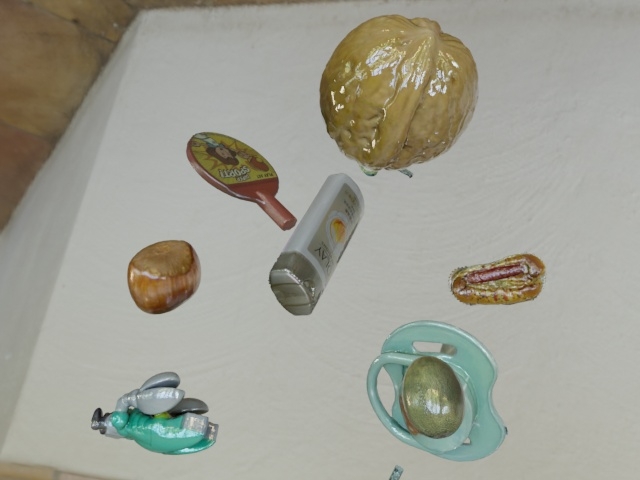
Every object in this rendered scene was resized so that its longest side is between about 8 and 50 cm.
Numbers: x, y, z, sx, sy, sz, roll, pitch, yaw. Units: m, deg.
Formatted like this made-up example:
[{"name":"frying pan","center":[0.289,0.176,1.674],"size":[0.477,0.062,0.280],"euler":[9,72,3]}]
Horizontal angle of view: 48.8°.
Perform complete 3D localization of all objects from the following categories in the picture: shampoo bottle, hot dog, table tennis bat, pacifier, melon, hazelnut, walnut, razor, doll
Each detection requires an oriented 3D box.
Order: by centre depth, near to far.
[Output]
[{"name":"shampoo bottle","center":[0.000,0.000,0.991],"size":[0.056,0.227,0.086],"euler":[-7,124,31]},{"name":"melon","center":[0.175,0.244,1.103],"size":[0.098,0.130,0.098],"euler":[-11,153,-6]},{"name":"walnut","center":[0.153,-0.290,1.388],"size":[0.333,0.332,0.333],"euler":[8,156,3]},{"name":"hazelnut","center":[-0.305,0.077,1.396],"size":[0.150,0.150,0.150],"euler":[8,156,3]},{"name":"doll","center":[-0.334,0.352,1.438],"size":[0.259,0.153,0.195],"euler":[11,154,-6]},{"name":"pacifier","center":[0.253,0.287,1.469],"size":[0.288,0.269,0.343],"euler":[3,115,27]},{"name":"razor","center":[0.104,0.607,1.721],"size":[0.211,0.036,0.084],"euler":[-6,129,-28]},{"name":"hot dog","center":[0.463,0.107,1.849],"size":[0.253,0.131,0.069],"euler":[-9,169,15]},{"name":"table tennis bat","center":[-0.217,-0.177,2.016],"size":[0.268,0.414,0.051],"euler":[-15,143,-49]}]

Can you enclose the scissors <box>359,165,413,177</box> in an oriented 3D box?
[{"name":"scissors","center":[0.157,-0.204,1.773],"size":[0.187,0.020,0.133],"euler":[23,141,43]}]
